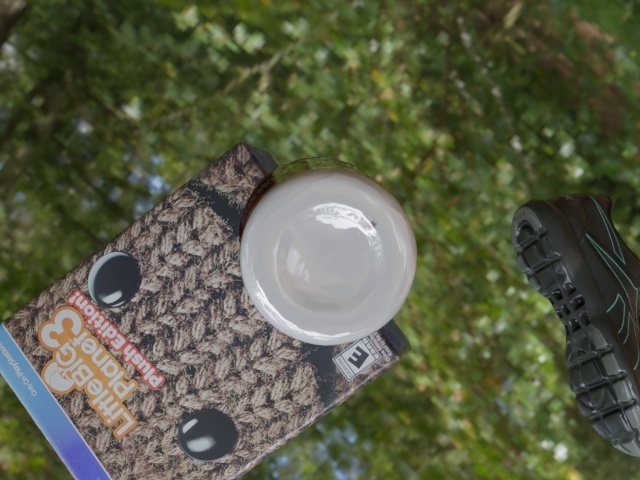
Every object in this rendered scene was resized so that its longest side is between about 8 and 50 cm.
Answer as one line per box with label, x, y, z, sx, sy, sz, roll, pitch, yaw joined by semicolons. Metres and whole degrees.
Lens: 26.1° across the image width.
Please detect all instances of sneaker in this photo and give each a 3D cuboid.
sneaker;0.282;0.073;1.326;0.267;0.106;0.101;69;156;10

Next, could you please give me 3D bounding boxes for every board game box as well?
board game box;-0.105;0.092;1.226;0.232;0.291;0.141;53;-174;5

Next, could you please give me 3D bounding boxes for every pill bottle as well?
pill bottle;0.000;0.000;1.020;0.121;0.121;0.221;40;-177;-7
